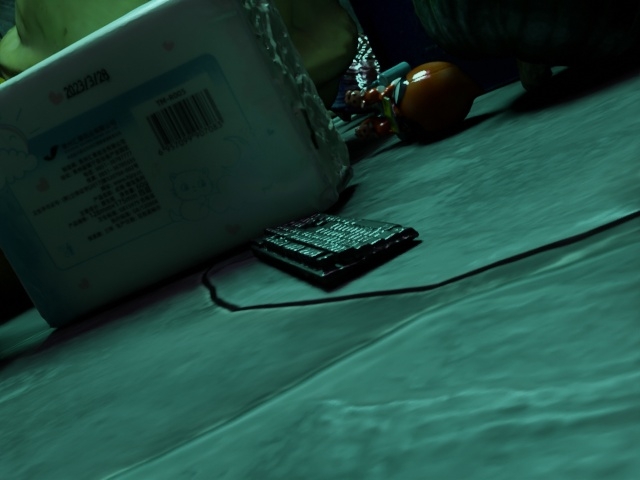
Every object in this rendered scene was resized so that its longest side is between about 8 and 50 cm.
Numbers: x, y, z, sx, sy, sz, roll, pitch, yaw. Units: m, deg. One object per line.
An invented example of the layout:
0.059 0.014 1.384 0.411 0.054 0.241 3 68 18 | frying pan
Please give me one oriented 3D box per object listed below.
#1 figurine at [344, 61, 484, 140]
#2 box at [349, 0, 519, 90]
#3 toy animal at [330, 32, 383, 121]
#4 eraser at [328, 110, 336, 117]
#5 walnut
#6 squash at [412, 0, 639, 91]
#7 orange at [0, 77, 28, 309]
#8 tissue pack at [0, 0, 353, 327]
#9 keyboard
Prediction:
0.088 -0.122 0.897 0.075 0.068 0.140 -27 16 -25 | figurine
0.150 -0.293 0.992 0.261 0.279 0.116 -20 13 33 | box
0.069 -0.235 1.331 0.179 0.116 0.218 -23 21 23 | toy animal
-0.068 -0.307 1.545 0.087 0.290 0.171 -17 14 42 | eraser
-0.138 -0.201 1.036 0.381 0.381 0.381 -25 10 5 | walnut
0.175 -0.216 0.816 0.218 0.172 0.218 18 -3 1 | squash
-0.387 -0.049 1.118 0.274 0.274 0.274 -25 10 5 | orange
-0.135 -0.074 0.805 0.271 0.201 0.124 -23 18 17 | tissue pack
0.000 0.000 0.624 0.060 0.018 0.195 -25 10 -13 | keyboard
